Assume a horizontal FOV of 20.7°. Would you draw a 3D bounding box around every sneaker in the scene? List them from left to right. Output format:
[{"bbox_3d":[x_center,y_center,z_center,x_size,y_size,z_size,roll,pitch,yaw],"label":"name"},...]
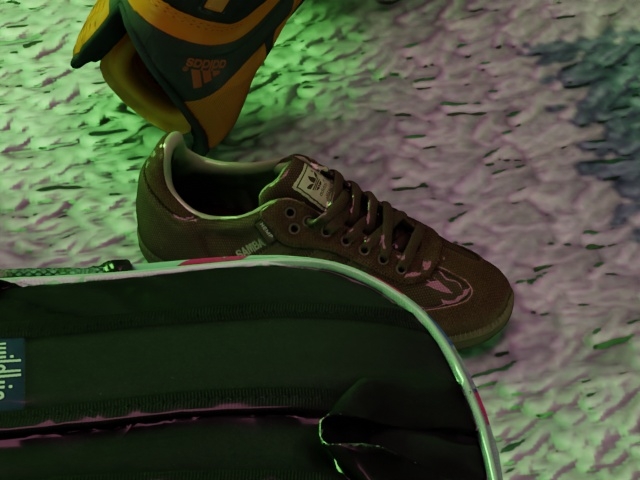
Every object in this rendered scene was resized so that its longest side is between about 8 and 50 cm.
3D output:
[{"bbox_3d":[-0.051,-0.151,0.945,0.124,0.180,0.321,34,15,4],"label":"sneaker"},{"bbox_3d":[0.000,0.000,0.826,0.188,0.071,0.066,12,45,10],"label":"sneaker"}]

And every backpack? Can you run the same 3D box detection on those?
[{"bbox_3d":[-0.062,0.120,0.614,0.253,0.191,0.225,-9,48,-2],"label":"backpack"}]
